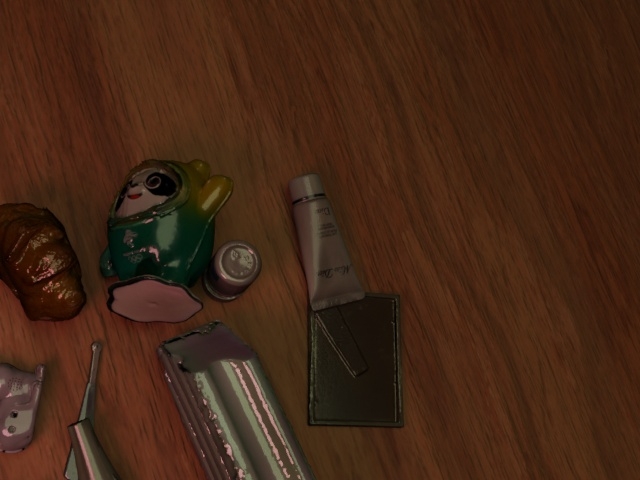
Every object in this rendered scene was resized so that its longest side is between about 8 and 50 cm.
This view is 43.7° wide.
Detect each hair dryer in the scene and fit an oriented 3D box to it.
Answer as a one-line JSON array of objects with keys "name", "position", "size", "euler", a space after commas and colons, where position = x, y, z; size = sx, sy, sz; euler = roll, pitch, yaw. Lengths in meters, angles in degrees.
[{"name": "hair dryer", "position": [-0.460, 0.445, 1.485], "size": [0.092, 0.267, 0.229], "euler": [-20, 72, 16]}]

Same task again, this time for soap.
[{"name": "soap", "position": [-0.166, 0.376, 1.585], "size": [0.156, 0.261, 0.446], "euler": [-23, 81, -24]}]

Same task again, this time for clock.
[{"name": "clock", "position": [-0.607, 0.321, 1.549], "size": [0.117, 0.080, 0.176], "euler": [10, 69, -16]}]

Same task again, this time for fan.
[{"name": "fan", "position": [-0.469, 0.345, 1.623], "size": [0.057, 0.023, 0.282], "euler": [10, 71, -14]}]

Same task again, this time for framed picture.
[{"name": "framed picture", "position": [0.080, 0.269, 1.838], "size": [0.231, 0.024, 0.315], "euler": [6, 72, -17]}]

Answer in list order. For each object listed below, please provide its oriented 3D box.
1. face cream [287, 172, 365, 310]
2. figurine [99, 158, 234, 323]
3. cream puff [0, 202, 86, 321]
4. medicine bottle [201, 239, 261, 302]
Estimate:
[{"name": "face cream", "position": [0.000, 0.000, 1.868], "size": [0.143, 0.089, 0.315], "euler": [-12, 83, -27]}, {"name": "figurine", "position": [-0.327, -0.013, 1.673], "size": [0.231, 0.323, 0.340], "euler": [46, 39, -48]}, {"name": "cream puff", "position": [-0.566, 0.034, 1.591], "size": [0.154, 0.241, 0.269], "euler": [-34, 57, -31]}, {"name": "medicine bottle", "position": [-0.194, 0.068, 1.726], "size": [0.105, 0.168, 0.105], "euler": [6, 71, -17]}]
